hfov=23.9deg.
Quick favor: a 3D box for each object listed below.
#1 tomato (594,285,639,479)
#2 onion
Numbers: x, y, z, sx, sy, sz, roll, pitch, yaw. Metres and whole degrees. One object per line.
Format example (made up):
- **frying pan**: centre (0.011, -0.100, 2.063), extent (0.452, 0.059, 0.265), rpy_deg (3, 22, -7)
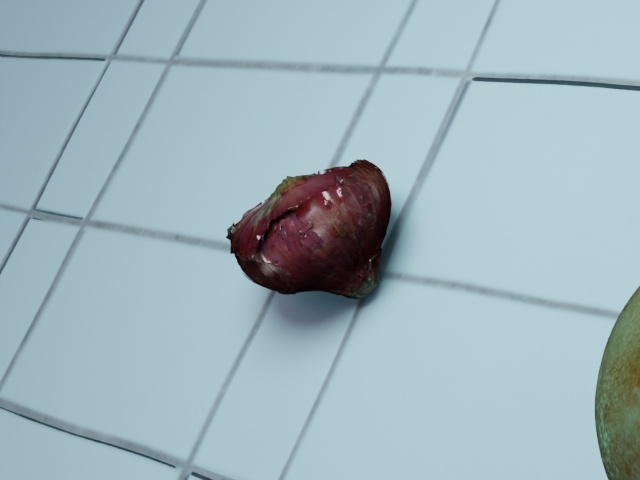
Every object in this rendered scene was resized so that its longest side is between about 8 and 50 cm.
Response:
- **tomato**: centre (0.328, 0.116, 1.127), extent (0.270, 0.222, 0.270), rpy_deg (-24, 44, 26)
- **onion**: centre (0.000, 0.000, 1.560), extent (0.184, 0.184, 0.147), rpy_deg (-33, 86, 18)
